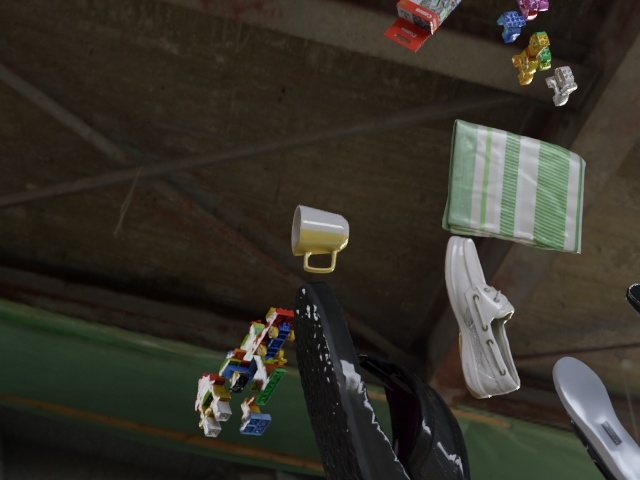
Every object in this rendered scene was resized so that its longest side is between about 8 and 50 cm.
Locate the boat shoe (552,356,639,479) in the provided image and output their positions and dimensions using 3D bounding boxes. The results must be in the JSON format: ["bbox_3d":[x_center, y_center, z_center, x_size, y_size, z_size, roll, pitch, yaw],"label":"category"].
[{"bbox_3d":[0.444,0.302,1.167,0.080,0.229,0.076,-20,-28,-23],"label":"boat shoe"}]

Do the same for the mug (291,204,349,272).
[{"bbox_3d":[0.000,-0.003,0.896,0.064,0.062,0.078,5,-81,-13],"label":"mug"}]

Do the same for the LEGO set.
[{"bbox_3d":[0.392,-0.362,1.298,0.087,0.227,0.093,-12,-13,-16],"label":"LEGO set"}]

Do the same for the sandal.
[{"bbox_3d":[0.081,0.233,0.620,0.107,0.446,0.168,-13,-30,-19],"label":"sandal"}]

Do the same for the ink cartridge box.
[{"bbox_3d":[0.146,-0.329,1.026,0.063,0.115,0.029,36,-10,24],"label":"ink cartridge box"}]

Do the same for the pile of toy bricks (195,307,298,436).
[{"bbox_3d":[-0.079,0.152,0.933,0.118,0.105,0.212,15,-59,-33],"label":"pile of toy bricks"}]

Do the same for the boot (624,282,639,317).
[{"bbox_3d":[0.760,0.122,1.537,0.085,0.236,0.179,-34,-46,-12],"label":"boot"}]

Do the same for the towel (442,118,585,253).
[{"bbox_3d":[0.427,-0.110,1.566,0.324,0.248,0.038,11,-11,-14],"label":"towel"}]

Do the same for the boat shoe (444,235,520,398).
[{"bbox_3d":[0.281,0.121,1.213,0.096,0.277,0.098,-16,-12,33],"label":"boat shoe"}]
